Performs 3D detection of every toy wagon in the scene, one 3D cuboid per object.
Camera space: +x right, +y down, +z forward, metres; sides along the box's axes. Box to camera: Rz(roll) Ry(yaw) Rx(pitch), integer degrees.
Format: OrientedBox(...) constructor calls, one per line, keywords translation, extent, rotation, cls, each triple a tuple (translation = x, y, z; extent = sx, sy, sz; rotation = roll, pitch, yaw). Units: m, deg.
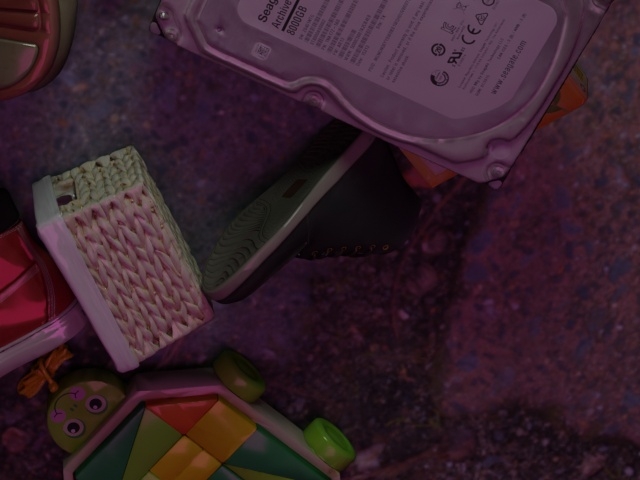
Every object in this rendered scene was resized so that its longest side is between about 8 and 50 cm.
OrientedBox(translation=(-0.144, 0.228, 1.832), extent=(0.344, 0.068, 0.267), rotation=(39, 103, -22), cls="toy wagon")

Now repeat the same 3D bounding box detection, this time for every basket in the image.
OrientedBox(translation=(-0.175, 0.012, 1.710), extent=(0.103, 0.113, 0.167), rotation=(-26, 115, 1), cls="basket")

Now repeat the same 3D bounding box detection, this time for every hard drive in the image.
OrientedBox(translation=(0.052, -0.206, 1.598), extent=(0.339, 0.064, 0.237), rotation=(25, 124, -7), cls="hard drive")

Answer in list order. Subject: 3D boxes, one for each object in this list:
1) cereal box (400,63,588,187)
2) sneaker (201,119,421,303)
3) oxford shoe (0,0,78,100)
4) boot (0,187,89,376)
OrientedBox(translation=(0.100, -0.178, 1.679), extent=(0.173, 0.047, 0.240), rotation=(-28, 116, 25), cls="cereal box")
OrientedBox(translation=(0.000, 0.000, 1.716), extent=(0.222, 0.083, 0.118), rotation=(-46, 119, -15), cls="sneaker")
OrientedBox(translation=(-0.266, -0.315, 1.556), extent=(0.140, 0.146, 0.397), rotation=(2, 97, 10), cls="oxford shoe")
OrientedBox(translation=(-0.354, 0.059, 1.726), extent=(0.244, 0.088, 0.176), rotation=(-32, 106, 6), cls="boot")
